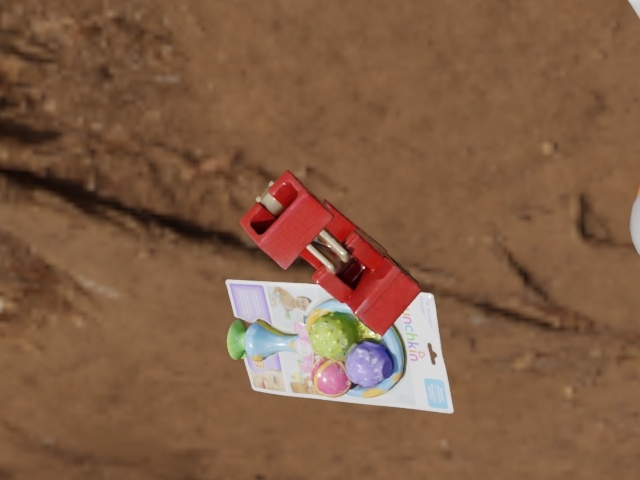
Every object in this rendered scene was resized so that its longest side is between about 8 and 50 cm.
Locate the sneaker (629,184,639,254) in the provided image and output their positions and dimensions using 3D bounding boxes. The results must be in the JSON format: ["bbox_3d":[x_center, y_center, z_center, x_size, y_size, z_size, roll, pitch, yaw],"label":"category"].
[{"bbox_3d":[0.228,-0.015,0.567,0.124,0.321,0.180,-26,131,-28],"label":"sneaker"}]

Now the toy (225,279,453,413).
[{"bbox_3d":[0.008,0.115,1.648,0.237,0.137,0.056,5,-150,32],"label":"toy"}]

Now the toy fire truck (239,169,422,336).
[{"bbox_3d":[0.000,0.000,1.096,0.135,0.047,0.192,41,-177,-19],"label":"toy fire truck"}]

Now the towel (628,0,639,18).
[{"bbox_3d":[0.358,-0.175,1.211,0.209,0.034,0.285,-36,112,9],"label":"towel"}]
